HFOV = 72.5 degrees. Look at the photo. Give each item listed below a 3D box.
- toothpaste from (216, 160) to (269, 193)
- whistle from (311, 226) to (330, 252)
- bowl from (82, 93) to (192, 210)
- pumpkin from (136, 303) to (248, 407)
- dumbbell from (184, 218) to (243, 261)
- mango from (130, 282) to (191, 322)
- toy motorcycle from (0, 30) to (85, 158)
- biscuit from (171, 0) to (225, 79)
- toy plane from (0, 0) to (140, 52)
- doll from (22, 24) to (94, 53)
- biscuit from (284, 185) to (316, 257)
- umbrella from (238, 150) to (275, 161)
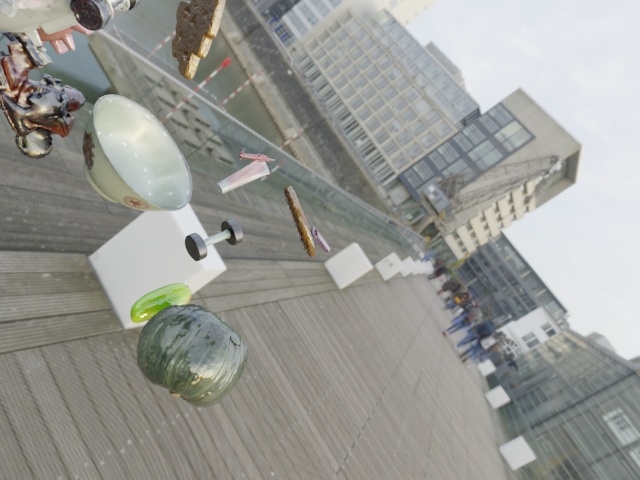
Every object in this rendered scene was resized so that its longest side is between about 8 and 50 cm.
[{"bbox_3d":[-0.268,-0.224,1.519,0.043,0.195,0.067,14,-49,58],"label":"toothpaste"},{"bbox_3d":[0.000,0.000,1.833,0.033,0.033,0.176,64,6,36],"label":"whistle"},{"bbox_3d":[-0.514,-0.199,1.162,0.337,0.158,0.337,56,18,-28],"label":"bowl"},{"bbox_3d":[-0.372,0.337,1.297,0.292,0.257,0.327,22,-26,19],"label":"pumpkin"},{"bbox_3d":[-0.381,-0.004,1.569,0.191,0.100,0.100,-27,79,-39],"label":"dumbbell"},{"bbox_3d":[-0.588,0.239,1.617,0.233,0.111,0.125,-29,91,-35],"label":"mango"},{"bbox_3d":[-0.723,-0.409,1.075,0.134,0.207,0.400,31,-36,40],"label":"toy motorcycle"},{"bbox_3d":[-0.371,-0.649,1.337,0.043,0.302,0.277,6,77,-43],"label":"biscuit"},{"bbox_3d":[-0.304,-0.297,0.519,0.101,0.256,0.251,59,29,-35],"label":"toy plane"},{"bbox_3d":[-0.572,-0.497,0.896,0.093,0.262,0.211,-70,148,-53],"label":"doll"},{"bbox_3d":[-0.052,-0.045,1.078,0.188,0.027,0.187,159,-90,-85],"label":"biscuit"},{"bbox_3d":[-0.206,-0.270,1.418,0.165,0.027,0.025,-5,71,-56],"label":"umbrella"}]
